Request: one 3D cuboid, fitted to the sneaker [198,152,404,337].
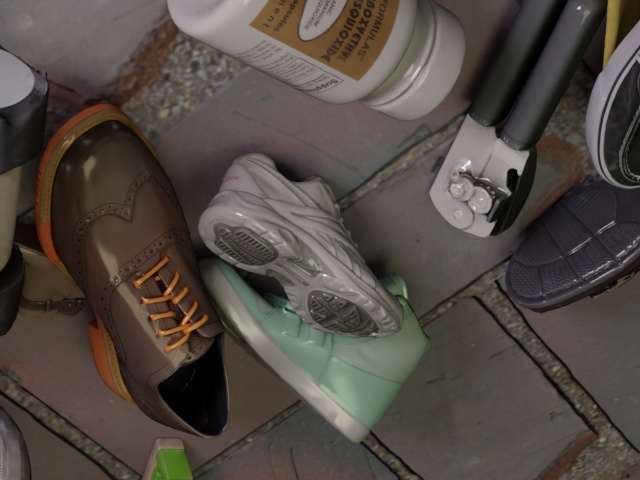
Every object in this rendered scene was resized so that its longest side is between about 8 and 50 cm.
[{"bbox_3d":[0.000,0.000,1.625,0.090,0.115,0.232,-17,134,42],"label":"sneaker"}]

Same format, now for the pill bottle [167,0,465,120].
[{"bbox_3d":[0.003,-0.183,1.452,0.229,0.131,0.131,23,118,-37],"label":"pill bottle"}]

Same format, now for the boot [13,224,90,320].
[{"bbox_3d":[-0.248,0.033,1.610,0.118,0.042,0.087,14,125,-32],"label":"boot"}]

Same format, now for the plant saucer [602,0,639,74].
[{"bbox_3d":[0.400,-0.237,1.570,0.332,0.081,0.333,-9,137,-4],"label":"plant saucer"}]

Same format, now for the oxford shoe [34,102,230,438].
[{"bbox_3d":[-0.142,0.033,1.565,0.130,0.133,0.364,-39,142,-20],"label":"oxford shoe"}]

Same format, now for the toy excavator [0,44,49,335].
[{"bbox_3d":[-0.478,-0.063,1.277,0.445,0.433,0.222,-25,143,-41],"label":"toy excavator"}]

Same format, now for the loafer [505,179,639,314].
[{"bbox_3d":[0.318,-0.024,1.748,0.302,0.109,0.095,-41,137,12],"label":"loafer"}]

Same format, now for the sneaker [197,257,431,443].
[{"bbox_3d":[-0.004,0.063,1.717,0.151,0.094,0.256,-49,119,-6],"label":"sneaker"}]

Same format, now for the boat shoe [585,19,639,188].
[{"bbox_3d":[0.323,-0.140,1.518,0.113,0.105,0.306,12,132,-24],"label":"boat shoe"}]

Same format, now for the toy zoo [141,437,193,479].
[{"bbox_3d":[-0.140,0.366,1.778,0.030,0.293,0.192,3,129,-24],"label":"toy zoo"}]

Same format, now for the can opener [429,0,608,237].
[{"bbox_3d":[0.179,-0.122,1.636,0.093,0.074,0.280,-30,150,-47],"label":"can opener"}]

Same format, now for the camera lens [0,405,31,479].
[{"bbox_3d":[-0.410,0.221,1.588,0.274,0.219,0.219,21,120,-35],"label":"camera lens"}]
